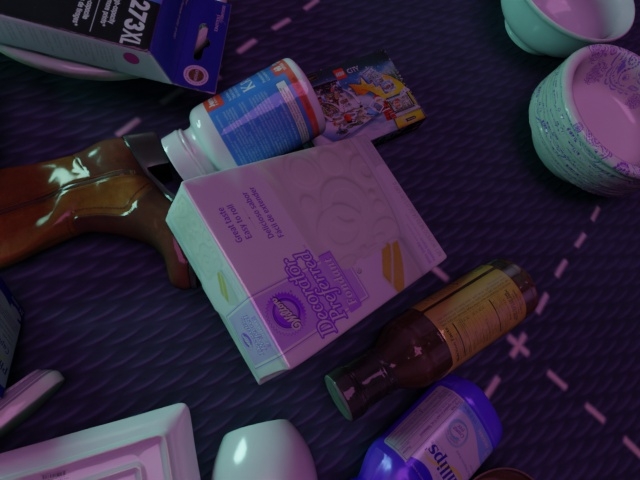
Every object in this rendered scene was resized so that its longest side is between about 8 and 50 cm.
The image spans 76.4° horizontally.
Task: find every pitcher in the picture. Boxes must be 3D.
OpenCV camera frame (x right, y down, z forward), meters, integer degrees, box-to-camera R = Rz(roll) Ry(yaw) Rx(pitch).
[{"bbox_3d":[-0.078,0.337,0.479,0.125,0.178,0.207,27,41,-51],"label":"pitcher"}]

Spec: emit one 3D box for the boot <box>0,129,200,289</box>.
[{"bbox_3d":[-0.321,-0.012,0.539,0.280,0.096,0.264,-21,79,-19],"label":"boot"}]

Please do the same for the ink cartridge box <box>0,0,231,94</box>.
[{"bbox_3d":[-0.316,-0.331,0.554,0.371,0.069,0.175,10,71,-17],"label":"ink cartridge box"}]

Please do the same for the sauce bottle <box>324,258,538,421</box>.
[{"bbox_3d":[0.166,0.142,0.607,0.344,0.111,0.111,-25,80,-18],"label":"sauce bottle"}]

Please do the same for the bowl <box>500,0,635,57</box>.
[{"bbox_3d":[0.508,-0.509,0.891,0.298,0.134,0.298,4,71,-13],"label":"bowl"}]

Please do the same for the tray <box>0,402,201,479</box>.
[{"bbox_3d":[-0.264,0.279,0.419,0.270,0.030,0.145,-10,75,-18],"label":"tray"}]

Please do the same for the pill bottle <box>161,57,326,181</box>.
[{"bbox_3d":[-0.115,-0.165,0.609,0.221,0.124,0.124,-30,82,-4],"label":"pill bottle"}]

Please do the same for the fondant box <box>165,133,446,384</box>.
[{"bbox_3d":[0.000,0.000,0.564,0.330,0.096,0.238,-26,80,-39],"label":"fondant box"}]

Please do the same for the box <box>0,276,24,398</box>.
[{"bbox_3d":[-0.424,0.118,0.449,0.126,0.072,0.137,-12,41,-17],"label":"box"}]

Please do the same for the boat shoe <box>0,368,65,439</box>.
[{"bbox_3d":[-0.412,0.210,0.451,0.227,0.079,0.081,-37,89,-19],"label":"boat shoe"}]

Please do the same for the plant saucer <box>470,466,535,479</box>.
[{"bbox_3d":[0.237,0.413,0.561,0.199,0.036,0.198,3,82,-21],"label":"plant saucer"}]

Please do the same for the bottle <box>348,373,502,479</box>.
[{"bbox_3d":[0.120,0.309,0.543,0.283,0.092,0.118,-34,102,-22],"label":"bottle"}]

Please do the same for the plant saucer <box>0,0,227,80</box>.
[{"bbox_3d":[-0.355,-0.407,0.650,0.400,0.100,0.400,5,72,-16],"label":"plant saucer"}]

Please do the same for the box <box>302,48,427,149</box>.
[{"bbox_3d":[0.057,-0.240,0.736,0.233,0.044,0.159,-26,80,-20],"label":"box"}]

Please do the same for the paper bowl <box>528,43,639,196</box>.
[{"bbox_3d":[0.543,-0.220,0.799,0.284,0.148,0.284,5,71,-14],"label":"paper bowl"}]
